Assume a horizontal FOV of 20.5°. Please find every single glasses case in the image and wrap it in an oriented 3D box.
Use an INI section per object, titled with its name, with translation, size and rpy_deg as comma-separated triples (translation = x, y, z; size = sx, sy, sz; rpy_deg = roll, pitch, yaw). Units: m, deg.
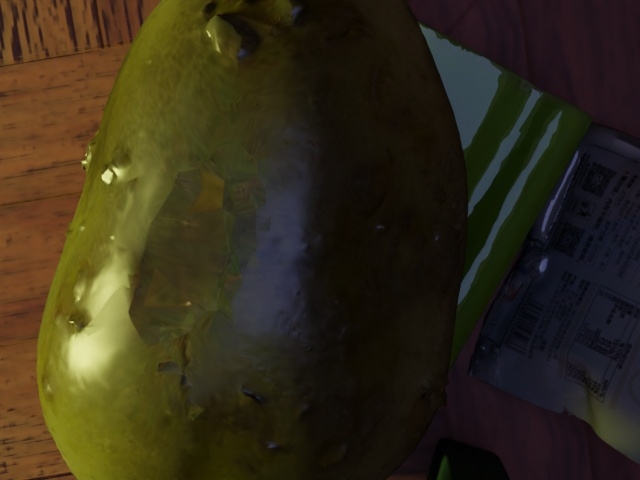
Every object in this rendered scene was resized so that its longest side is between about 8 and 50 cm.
[glasses case]
translation = 0.078, 0.164, 0.987
size = 0.039, 0.184, 0.077
rpy_deg = 17, 93, 0

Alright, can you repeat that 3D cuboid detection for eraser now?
[eraser]
translation = 0.000, 0.000, 1.025
size = 0.210, 0.092, 0.274
rpy_deg = 28, 91, -2

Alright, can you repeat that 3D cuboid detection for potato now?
[potato]
translation = -0.030, 0.002, 0.892
size = 0.210, 0.173, 0.307
rpy_deg = 11, 92, 20

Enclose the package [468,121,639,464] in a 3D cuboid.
[package]
translation = 0.180, 0.033, 1.015
size = 0.173, 0.027, 0.171
rpy_deg = 28, 94, 37
